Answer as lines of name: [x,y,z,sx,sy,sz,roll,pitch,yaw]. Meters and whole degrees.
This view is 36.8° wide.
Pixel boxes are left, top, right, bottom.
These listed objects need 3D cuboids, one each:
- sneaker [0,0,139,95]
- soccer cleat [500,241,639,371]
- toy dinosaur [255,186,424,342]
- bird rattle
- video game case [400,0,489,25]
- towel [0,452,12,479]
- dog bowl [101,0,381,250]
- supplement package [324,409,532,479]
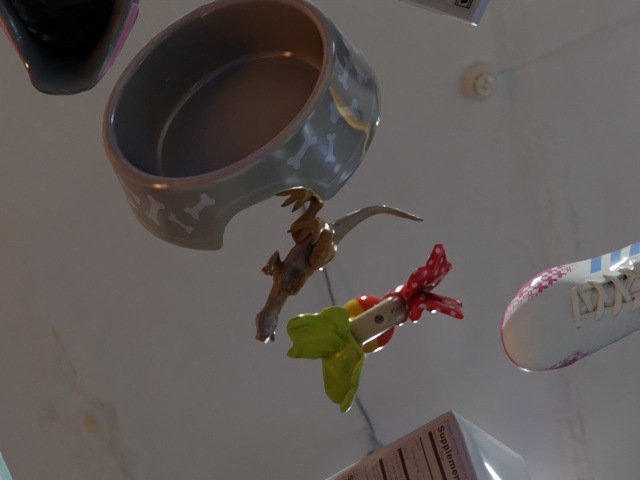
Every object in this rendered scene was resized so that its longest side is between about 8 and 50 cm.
sneaker: [-0.119,-0.187,0.430,0.112,0.131,0.319,-3,-23,-6]
soccer cleat: [0.365,0.061,1.183,0.331,0.143,0.116,-20,-97,-32]
toy dinosaur: [0.000,0.000,0.876,0.211,0.064,0.112,-42,-32,-20]
bird rattle: [0.070,0.102,1.315,0.253,0.207,0.143,-39,-88,-12]
video game case: [0.169,-0.402,1.244,0.023,0.193,0.212,15,-79,-53]
towel: [-0.494,0.384,1.223,0.090,0.374,0.320,-40,-34,6]
dog bowl: [-0.107,-0.159,1.161,0.349,0.349,0.102,-42,-41,-7]
supplement package: [0.065,0.276,0.832,0.244,0.133,0.139,-33,-44,19]
